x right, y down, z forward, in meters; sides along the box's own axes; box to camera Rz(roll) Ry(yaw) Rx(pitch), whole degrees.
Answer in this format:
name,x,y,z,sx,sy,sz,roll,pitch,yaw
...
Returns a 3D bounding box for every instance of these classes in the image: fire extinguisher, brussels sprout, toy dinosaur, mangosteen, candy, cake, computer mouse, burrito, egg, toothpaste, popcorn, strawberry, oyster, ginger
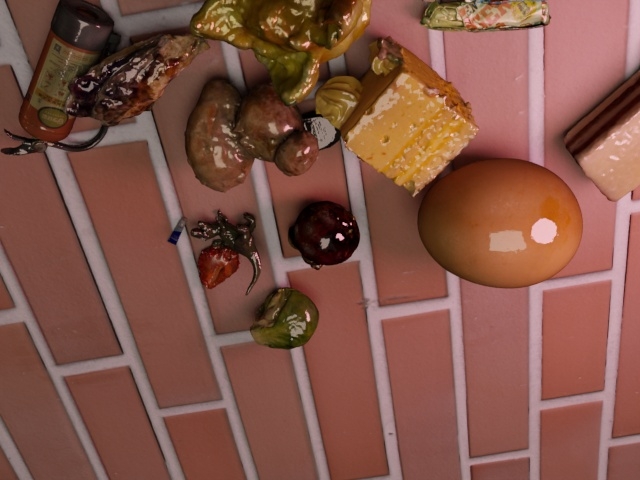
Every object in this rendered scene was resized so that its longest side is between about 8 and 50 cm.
name,x,y,z,sx,sy,sz,roll,pitch,yaw
fire extinguisher,-0.528,-0.309,1.732,0.200,0.113,0.376,23,119,-20
brussels sprout,-0.087,0.214,2.113,0.145,0.131,0.183,36,110,-19
toy dinosaur,-0.224,0.018,2.000,0.187,0.087,0.179,20,120,5
mangosteen,0.002,-0.010,1.957,0.184,0.172,0.172,-22,125,33
candy,0.731,-0.260,1.861,0.179,0.135,0.320,35,117,-25
cake,0.152,-0.282,1.742,0.286,0.222,0.227,34,114,-23
computer mouse,-0.033,-0.241,1.854,0.172,0.057,0.099,-15,108,3
burrito,0.352,-0.492,1.718,0.287,0.054,0.104,-4,124,-2
egg,0.412,-0.041,1.880,0.373,0.301,0.301,9,123,-5
toothpaste,-0.350,-0.022,2.003,0.024,0.015,0.083,28,123,-12
popcorn,-0.055,-0.432,1.591,0.321,0.290,0.326,-5,103,18
strawberry,-0.258,0.065,2.050,0.103,0.048,0.152,19,117,-13
oyster,-0.381,-0.327,1.702,0.100,0.275,0.271,59,141,8
ginger,-0.148,-0.232,1.760,0.304,0.155,0.245,-4,91,26
